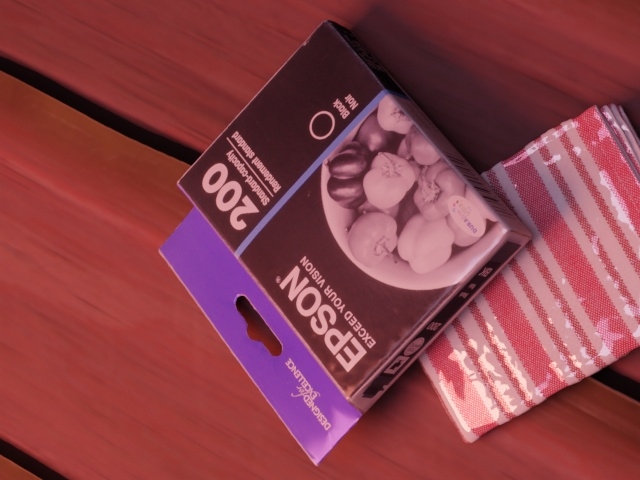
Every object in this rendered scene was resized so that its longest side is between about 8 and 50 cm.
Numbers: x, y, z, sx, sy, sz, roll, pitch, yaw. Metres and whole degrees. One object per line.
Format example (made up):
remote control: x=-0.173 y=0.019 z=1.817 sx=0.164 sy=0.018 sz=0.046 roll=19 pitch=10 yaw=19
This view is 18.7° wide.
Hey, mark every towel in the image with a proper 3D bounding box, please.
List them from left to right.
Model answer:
towel: x=0.136 y=0.022 z=1.209 sx=0.197 sy=0.029 sz=0.144 roll=-33 pitch=75 yaw=22

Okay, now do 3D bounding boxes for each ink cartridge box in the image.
ink cartridge box: x=0.000 y=0.000 z=1.240 sx=0.208 sy=0.045 sz=0.206 roll=-49 pitch=59 yaw=16
